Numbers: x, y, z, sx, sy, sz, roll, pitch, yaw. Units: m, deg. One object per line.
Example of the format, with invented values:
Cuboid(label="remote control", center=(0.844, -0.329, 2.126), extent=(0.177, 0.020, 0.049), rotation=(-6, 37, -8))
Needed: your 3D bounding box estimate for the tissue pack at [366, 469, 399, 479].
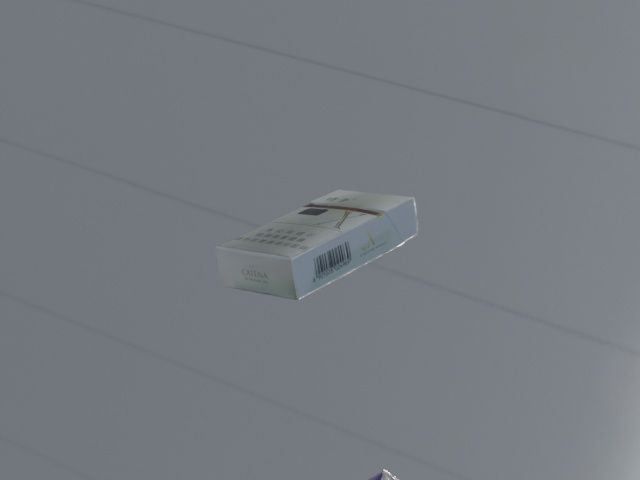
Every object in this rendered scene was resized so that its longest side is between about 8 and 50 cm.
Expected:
Cuboid(label="tissue pack", center=(-0.014, 0.443, 1.180), extent=(0.338, 0.242, 0.160), rotation=(-36, -64, 19))

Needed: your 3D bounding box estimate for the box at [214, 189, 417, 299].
Cuboid(label="box", center=(0.000, 0.000, 0.866), extent=(0.084, 0.154, 0.040), rotation=(5, -67, 42))
